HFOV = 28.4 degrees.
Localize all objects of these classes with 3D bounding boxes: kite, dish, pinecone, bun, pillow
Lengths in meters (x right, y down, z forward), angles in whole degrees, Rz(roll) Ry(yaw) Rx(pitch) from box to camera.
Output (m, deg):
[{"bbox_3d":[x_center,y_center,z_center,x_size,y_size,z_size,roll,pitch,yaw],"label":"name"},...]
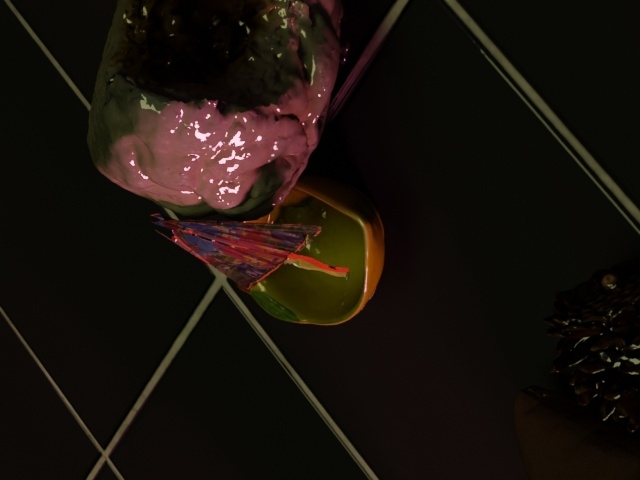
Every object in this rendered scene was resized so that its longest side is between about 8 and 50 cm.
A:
[{"bbox_3d":[-0.063,0.007,1.109,0.183,0.014,0.241,15,160,-9],"label":"kite"},{"bbox_3d":[0.000,0.000,1.184,0.207,0.080,0.149,-22,99,51],"label":"dish"},{"bbox_3d":[0.236,0.075,0.922,0.140,0.140,0.121,-12,103,51],"label":"pinecone"},{"bbox_3d":[-0.081,-0.151,1.076,0.205,0.281,0.281,16,140,-14],"label":"bun"},{"bbox_3d":[0.269,0.279,0.962,0.308,0.108,0.305,66,169,-14],"label":"pillow"}]
